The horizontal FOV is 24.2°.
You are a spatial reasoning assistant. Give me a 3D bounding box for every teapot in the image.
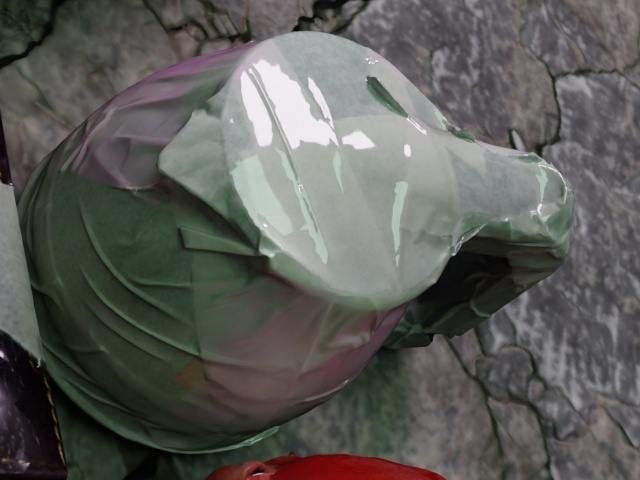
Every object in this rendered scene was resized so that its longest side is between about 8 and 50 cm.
[{"bbox_3d":[-0.006,0.010,0.644,0.221,0.178,0.163,34,55,-19],"label":"teapot"}]

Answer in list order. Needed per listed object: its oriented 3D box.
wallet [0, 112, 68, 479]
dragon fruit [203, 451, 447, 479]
[{"bbox_3d":[-0.220,-0.009,0.540,0.262,0.071,0.221,12,48,-42],"label":"wallet"},{"bbox_3d":[-0.001,0.166,0.588,0.209,0.172,0.172,2,69,-34],"label":"dragon fruit"}]
